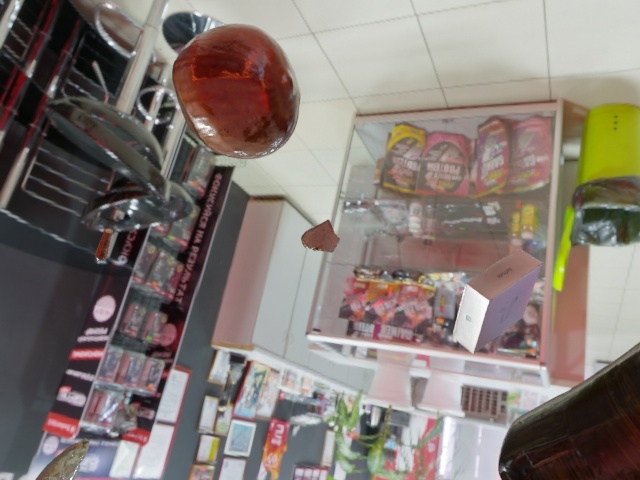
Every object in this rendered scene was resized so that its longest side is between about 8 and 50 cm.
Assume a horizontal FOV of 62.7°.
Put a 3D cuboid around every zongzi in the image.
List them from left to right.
[{"bbox_3d":[0.497,0.343,0.675,0.432,0.208,0.403,45,127,9],"label":"zongzi"}]

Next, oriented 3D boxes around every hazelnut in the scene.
[{"bbox_3d":[-0.123,-0.229,0.821,0.214,0.176,0.214,20,141,17],"label":"hazelnut"}]

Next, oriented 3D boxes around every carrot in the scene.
[{"bbox_3d":[-0.566,0.012,1.376,0.032,0.093,0.032,21,-156,-10],"label":"carrot"}]

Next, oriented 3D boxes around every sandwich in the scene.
[{"bbox_3d":[0.000,0.000,1.514,0.105,0.093,0.036,-25,173,-9],"label":"sandwich"}]

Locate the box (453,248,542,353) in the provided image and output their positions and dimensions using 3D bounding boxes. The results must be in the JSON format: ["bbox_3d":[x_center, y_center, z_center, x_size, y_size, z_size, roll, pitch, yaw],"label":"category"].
[{"bbox_3d":[0.282,0.097,0.846,0.051,0.130,0.129,40,145,36],"label":"box"}]

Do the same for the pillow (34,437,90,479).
[{"bbox_3d":[-0.528,0.515,0.902,0.076,0.274,0.281,30,-174,-5],"label":"pillow"}]
